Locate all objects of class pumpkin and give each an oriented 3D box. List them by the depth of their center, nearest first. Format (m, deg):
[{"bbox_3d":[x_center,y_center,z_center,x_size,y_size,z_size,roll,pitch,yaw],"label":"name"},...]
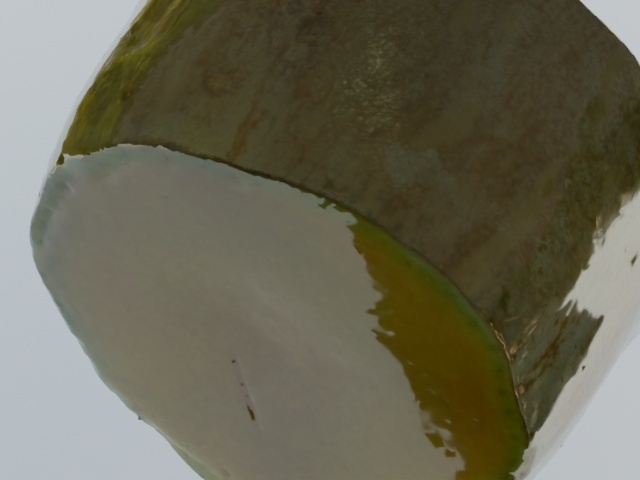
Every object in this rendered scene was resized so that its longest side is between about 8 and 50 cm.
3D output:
[{"bbox_3d":[0.000,0.000,0.912,0.332,0.332,0.199,18,-139,24],"label":"pumpkin"}]
